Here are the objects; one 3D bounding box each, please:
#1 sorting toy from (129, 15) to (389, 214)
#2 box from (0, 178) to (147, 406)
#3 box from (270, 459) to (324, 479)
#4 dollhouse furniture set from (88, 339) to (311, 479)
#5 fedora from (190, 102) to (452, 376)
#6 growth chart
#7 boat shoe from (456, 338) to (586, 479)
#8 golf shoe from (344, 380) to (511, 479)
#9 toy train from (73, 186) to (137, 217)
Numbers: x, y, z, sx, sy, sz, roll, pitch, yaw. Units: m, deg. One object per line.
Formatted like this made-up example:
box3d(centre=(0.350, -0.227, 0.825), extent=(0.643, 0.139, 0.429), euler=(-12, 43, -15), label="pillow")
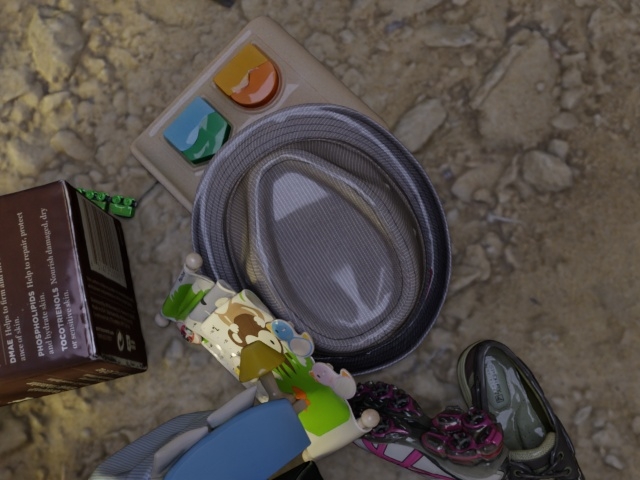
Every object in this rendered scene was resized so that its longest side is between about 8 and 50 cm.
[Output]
box3d(centre=(-0.065, -0.107, 0.967), extent=(0.208, 0.038, 0.193), euler=(-45, 78, -4), label="sorting toy")
box3d(centre=(-0.293, 0.062, 0.889), extent=(0.203, 0.168, 0.167), euler=(-14, 78, 3), label="box")
box3d(centre=(-0.089, 0.407, 0.789), extent=(0.343, 0.179, 0.312), euler=(-27, 83, 0), label="box")
box3d(centre=(-0.211, 0.163, 0.826), extent=(0.303, 0.286, 0.198), euler=(-31, 96, -32), label="dollhouse furniture set")
box3d(centre=(0.000, 0.000, 0.874), extent=(0.243, 0.124, 0.275), euler=(-26, 89, 1), label="fedora")
box3d(centre=(-0.055, 0.110, 0.870), extent=(0.237, 0.172, 0.021), euler=(42, 55, 10), label="growth chart")
box3d(centre=(0.190, 0.194, 0.865), extent=(0.080, 0.073, 0.223), euler=(-23, 77, 1), label="boat shoe")
box3d(centre=(0.086, 0.187, 0.864), extent=(0.186, 0.086, 0.067), euler=(12, 43, 39), label="golf shoe")
box3d(centre=(-0.232, -0.040, 0.981), extent=(0.083, 0.017, 0.024), euler=(10, 91, 7), label="toy train")
